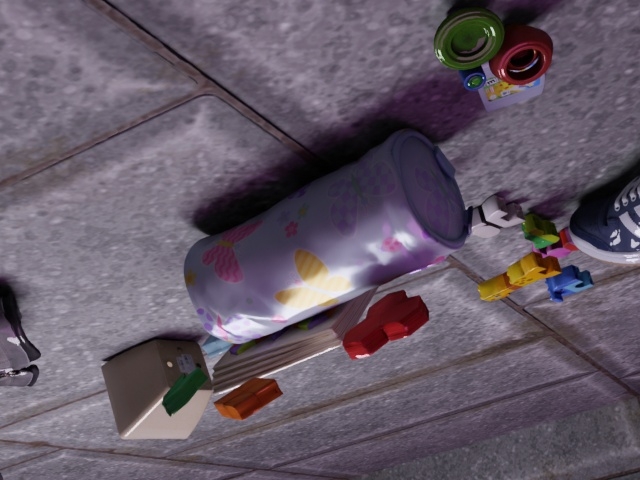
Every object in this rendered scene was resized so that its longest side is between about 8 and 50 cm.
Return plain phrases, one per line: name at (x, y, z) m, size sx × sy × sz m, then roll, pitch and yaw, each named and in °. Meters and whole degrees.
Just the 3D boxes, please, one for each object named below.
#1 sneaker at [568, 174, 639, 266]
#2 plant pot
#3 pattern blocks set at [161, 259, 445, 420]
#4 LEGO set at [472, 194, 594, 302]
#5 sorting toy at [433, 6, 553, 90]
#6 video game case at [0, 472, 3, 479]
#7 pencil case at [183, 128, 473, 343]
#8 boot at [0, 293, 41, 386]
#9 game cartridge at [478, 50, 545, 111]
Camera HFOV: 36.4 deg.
sneaker at (0.347, -0.055, 0.974) m, size 0.282 × 0.099 × 0.153 m, roll 3°, pitch 138°, yaw 53°
plant pot at (-0.202, 0.185, 1.256) m, size 0.109 × 0.109 × 0.096 m, roll 10°, pitch 136°, yaw -44°
pattern blocks set at (-0.020, 0.082, 0.976) m, size 0.325 × 0.026 × 0.285 m, roll -28°, pitch -166°, yaw 23°
LEGO set at (0.230, 0.026, 1.117) m, size 0.093 × 0.087 × 0.227 m, roll -28°, pitch 152°, yaw 33°
sorting toy at (0.121, -0.146, 0.716) m, size 0.102 × 0.042 × 0.061 m, roll 16°, pitch 131°, yaw -29°
video game case at (-0.456, 0.115, 0.753) m, size 0.329 × 0.300 × 0.036 m, roll -18°, pitch -162°, yaw 11°
pencil case at (0.000, 0.000, 0.896) m, size 0.273 × 0.124 × 0.113 m, roll -27°, pitch 125°, yaw 30°
boot at (-0.401, 0.093, 0.946) m, size 0.223 × 0.118 × 0.338 m, roll -15°, pitch 166°, yaw -12°
game cartridge at (0.152, -0.133, 0.785) m, size 0.056 × 0.017 × 0.083 m, roll -22°, pitch 157°, yaw 12°
